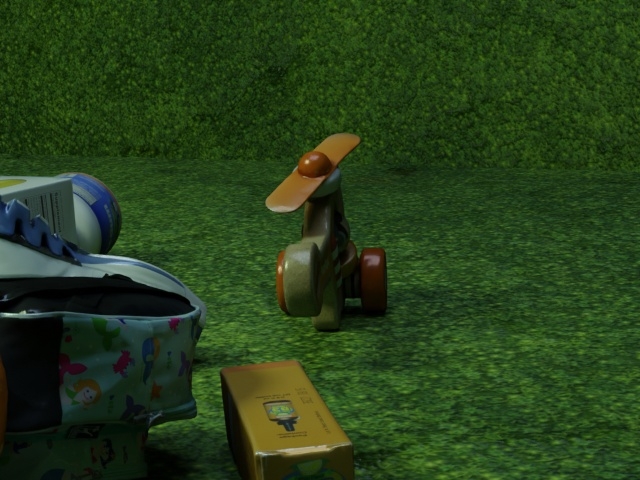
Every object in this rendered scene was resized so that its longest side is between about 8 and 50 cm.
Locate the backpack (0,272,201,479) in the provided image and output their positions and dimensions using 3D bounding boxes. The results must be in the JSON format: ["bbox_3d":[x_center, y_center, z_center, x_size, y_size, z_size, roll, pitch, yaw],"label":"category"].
[{"bbox_3d":[-0.225,0.113,1.050,0.225,0.191,0.253,2,6,32],"label":"backpack"}]

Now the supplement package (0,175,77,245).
[{"bbox_3d":[-0.450,0.035,1.499,0.199,0.198,0.262,2,11,26],"label":"supplement package"}]

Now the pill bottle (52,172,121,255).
[{"bbox_3d":[-0.396,-0.012,1.871,0.152,0.152,0.272,-2,11,2],"label":"pill bottle"}]

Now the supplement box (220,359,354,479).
[{"bbox_3d":[-0.032,0.168,1.038,0.078,0.080,0.233,-5,9,-10],"label":"supplement box"}]

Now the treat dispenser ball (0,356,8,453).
[{"bbox_3d":[-0.352,0.115,0.808,0.288,0.288,0.288,-2,11,0],"label":"treat dispenser ball"}]

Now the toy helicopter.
[{"bbox_3d":[0.000,0.000,1.495,0.140,0.235,0.355,-1,11,7],"label":"toy helicopter"}]

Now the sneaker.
[{"bbox_3d":[-0.293,0.092,1.352,0.315,0.182,0.127,28,-35,-28],"label":"sneaker"}]
